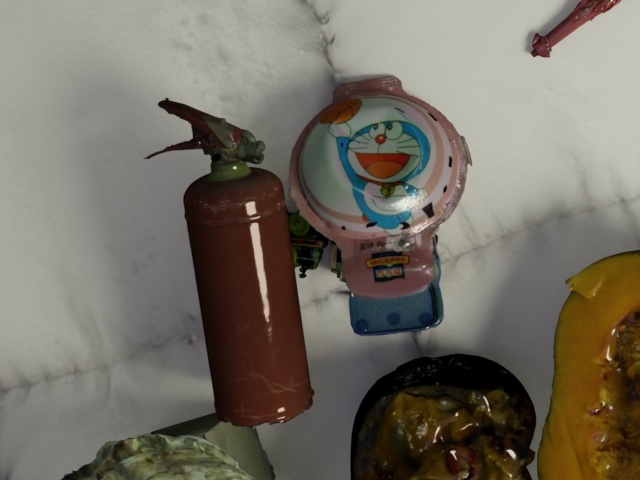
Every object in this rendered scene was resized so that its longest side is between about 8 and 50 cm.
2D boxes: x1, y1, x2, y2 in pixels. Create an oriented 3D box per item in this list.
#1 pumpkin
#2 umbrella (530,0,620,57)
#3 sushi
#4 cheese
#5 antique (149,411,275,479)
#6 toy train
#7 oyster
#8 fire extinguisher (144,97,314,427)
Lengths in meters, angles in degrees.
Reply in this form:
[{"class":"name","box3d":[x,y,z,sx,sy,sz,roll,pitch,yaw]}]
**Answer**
[{"class":"pumpkin","box3d":[0.310,0.165,1.685,0.222,0.139,0.317,-6,72,48]},{"class":"umbrella","box3d":[0.277,-0.238,1.746,0.165,0.025,0.027,-39,105,17]},{"class":"sushi","box3d":[0.132,0.227,1.750,0.213,0.204,0.200,-16,98,20]},{"class":"cheese","box3d":[0.063,-0.039,1.754,0.189,0.074,0.286,-7,66,4]},{"class":"antique","box3d":[-0.136,0.275,1.848,0.148,0.147,0.152,-17,92,16]},{"class":"toy train","box3d":[0.000,0.000,1.829,0.250,0.053,0.085,5,107,12]},{"class":"oyster","box3d":[-0.163,0.285,1.725,0.268,0.112,0.198,-34,86,16]},{"class":"fire extinguisher","box3d":[-0.098,0.017,1.778,0.147,0.106,0.337,-1,106,24]}]
